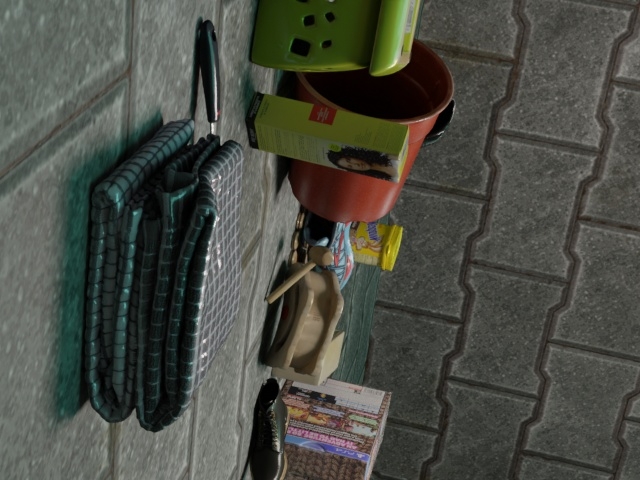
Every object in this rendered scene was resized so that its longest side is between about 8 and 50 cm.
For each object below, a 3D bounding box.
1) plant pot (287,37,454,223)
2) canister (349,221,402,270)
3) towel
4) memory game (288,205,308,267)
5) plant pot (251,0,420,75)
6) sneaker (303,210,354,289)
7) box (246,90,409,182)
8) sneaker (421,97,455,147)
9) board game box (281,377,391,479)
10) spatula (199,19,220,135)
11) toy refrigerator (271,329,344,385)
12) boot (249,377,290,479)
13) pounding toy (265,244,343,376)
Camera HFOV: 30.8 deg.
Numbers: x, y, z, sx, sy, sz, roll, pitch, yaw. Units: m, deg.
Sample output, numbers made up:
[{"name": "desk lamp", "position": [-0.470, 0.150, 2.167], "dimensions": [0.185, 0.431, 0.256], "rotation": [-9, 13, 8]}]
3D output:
[{"name": "plant pot", "position": [0.064, -0.187, 1.996], "dimensions": [0.272, 0.272, 0.265], "rotation": [-69, 175, -47]}, {"name": "canister", "position": [0.093, 0.002, 2.670], "dimensions": [0.126, 0.169, 0.073], "rotation": [-66, 165, -56]}, {"name": "towel", "position": [-0.155, 0.033, 1.259], "dimensions": [0.235, 0.121, 0.284], "rotation": [-61, 161, -65]}, {"name": "memory game", "position": [-0.037, 0.001, 2.351], "dimensions": [0.186, 0.012, 0.186], "rotation": [12, 90, -82]}, {"name": "plant pot", "position": [0.037, -0.349, 1.698], "dimensions": [0.228, 0.207, 0.227], "rotation": [-41, 142, -78]}, {"name": "sneaker", "position": [0.000, 0.000, 2.317], "dimensions": [0.125, 0.104, 0.262], "rotation": [-31, 131, -55]}, {"name": "box", "position": [0.011, -0.152, 1.706], "dimensions": [0.087, 0.232, 0.058], "rotation": [82, 24, -63]}, {"name": "sneaker", "position": [0.148, -0.296, 2.318], "dimensions": [0.447, 0.257, 0.169], "rotation": [-69, 167, -49]}, {"name": "board game box", "position": [0.007, 0.427, 2.490], "dimensions": [0.291, 0.232, 0.141], "rotation": [-58, 159, -64]}, {"name": "spatula", "position": [-0.140, -0.129, 1.430], "dimensions": [0.084, 0.030, 0.296], "rotation": [-65, 164, -59]}, {"name": "toy refrigerator", "position": [-0.022, 0.234, 2.473], "dimensions": [0.269, 0.102, 0.094], "rotation": [-8, 110, -80]}, {"name": "boot", "position": [-0.106, 0.381, 2.270], "dimensions": [0.137, 0.076, 0.198], "rotation": [83, 7, -53]}, {"name": "pounding toy", "position": [-0.056, 0.121, 2.210], "dimensions": [0.270, 0.154, 0.154], "rotation": [-70, -158, 11]}]
